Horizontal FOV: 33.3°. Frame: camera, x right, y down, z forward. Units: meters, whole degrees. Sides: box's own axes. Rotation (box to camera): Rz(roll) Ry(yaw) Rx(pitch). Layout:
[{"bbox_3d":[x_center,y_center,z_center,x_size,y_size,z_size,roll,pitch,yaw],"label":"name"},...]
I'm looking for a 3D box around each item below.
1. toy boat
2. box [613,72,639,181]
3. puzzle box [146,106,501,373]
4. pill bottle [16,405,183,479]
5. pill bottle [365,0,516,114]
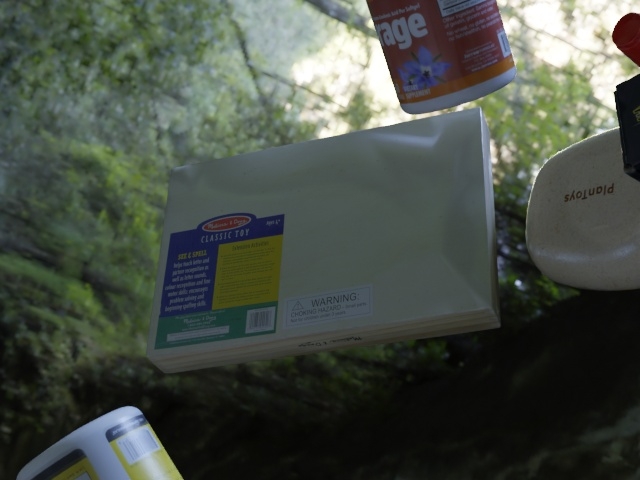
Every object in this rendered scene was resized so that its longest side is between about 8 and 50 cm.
[{"bbox_3d":[0.368,-0.092,1.194,0.267,0.148,0.318,-5,-113,55],"label":"toy boat"},{"bbox_3d":[0.388,-0.076,0.655,0.295,0.293,0.073,-28,-130,41],"label":"box"},{"bbox_3d":[0.000,0.000,1.247,0.408,0.052,0.272,-9,-124,19],"label":"puzzle box"},{"bbox_3d":[-0.129,0.220,0.764,0.103,0.184,0.103,-32,172,-5],"label":"pill bottle"},{"bbox_3d":[0.103,-0.241,1.034,0.121,0.216,0.121,-19,-167,4],"label":"pill bottle"}]
